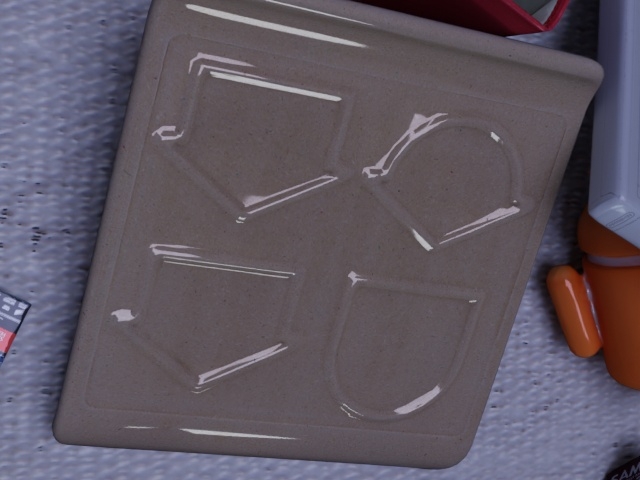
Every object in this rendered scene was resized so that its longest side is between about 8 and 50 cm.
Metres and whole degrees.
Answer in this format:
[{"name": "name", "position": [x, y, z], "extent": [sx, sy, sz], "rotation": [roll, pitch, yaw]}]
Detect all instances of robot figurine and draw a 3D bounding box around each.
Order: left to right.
[{"name": "robot figurine", "position": [0.282, 0.035, 0.986], "extent": [0.128, 0.158, 0.219], "rotation": [-29, 107, -49]}]

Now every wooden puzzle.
[{"name": "wooden puzzle", "position": [0.000, 0.000, 0.857], "extent": [0.322, 0.080, 0.348], "rotation": [9, 112, -24]}]

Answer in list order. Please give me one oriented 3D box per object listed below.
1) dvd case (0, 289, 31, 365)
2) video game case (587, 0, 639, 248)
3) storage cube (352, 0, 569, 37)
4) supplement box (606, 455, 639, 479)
[{"name": "dvd case", "position": [-0.258, 0.078, 0.813], "extent": [0.087, 0.013, 0.119], "rotation": [27, 82, -23]}, {"name": "video game case", "position": [0.331, -0.084, 0.960], "extent": [0.300, 0.036, 0.329], "rotation": [30, 50, -23]}, {"name": "storage cube", "position": [0.077, -0.261, 0.833], "extent": [0.215, 0.193, 0.184], "rotation": [32, 82, -22]}, {"name": "supplement box", "position": [0.307, 0.299, 0.980], "extent": [0.130, 0.073, 0.239], "rotation": [28, 45, -23]}]
